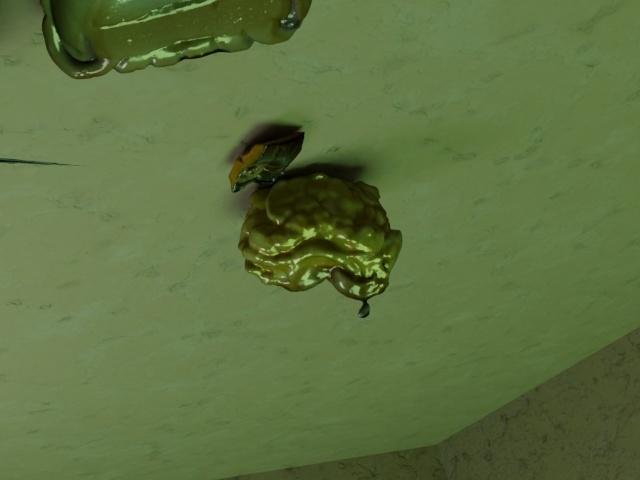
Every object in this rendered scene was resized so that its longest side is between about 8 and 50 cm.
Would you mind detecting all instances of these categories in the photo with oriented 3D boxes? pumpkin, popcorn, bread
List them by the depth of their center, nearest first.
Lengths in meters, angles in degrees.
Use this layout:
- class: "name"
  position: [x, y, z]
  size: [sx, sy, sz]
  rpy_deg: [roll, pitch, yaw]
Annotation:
- class: "bread"
  position: [-0.114, -0.204, 0.902]
  size: [0.225, 0.081, 0.134]
  rpy_deg: [-12, 152, -10]
- class: "pumpkin"
  position: [-0.063, -0.094, 1.268]
  size: [0.073, 0.035, 0.101]
  rpy_deg: [-13, 157, -42]
- class: "popcorn"
  position: [0.004, -0.014, 1.374]
  size: [0.194, 0.163, 0.140]
  rpy_deg: [12, 137, 7]

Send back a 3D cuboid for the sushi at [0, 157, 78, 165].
- class: "sushi"
  position: [-0.400, -0.035, 0.818]
  size: [0.339, 0.068, 0.320]
  rpy_deg: [4, -178, 23]
